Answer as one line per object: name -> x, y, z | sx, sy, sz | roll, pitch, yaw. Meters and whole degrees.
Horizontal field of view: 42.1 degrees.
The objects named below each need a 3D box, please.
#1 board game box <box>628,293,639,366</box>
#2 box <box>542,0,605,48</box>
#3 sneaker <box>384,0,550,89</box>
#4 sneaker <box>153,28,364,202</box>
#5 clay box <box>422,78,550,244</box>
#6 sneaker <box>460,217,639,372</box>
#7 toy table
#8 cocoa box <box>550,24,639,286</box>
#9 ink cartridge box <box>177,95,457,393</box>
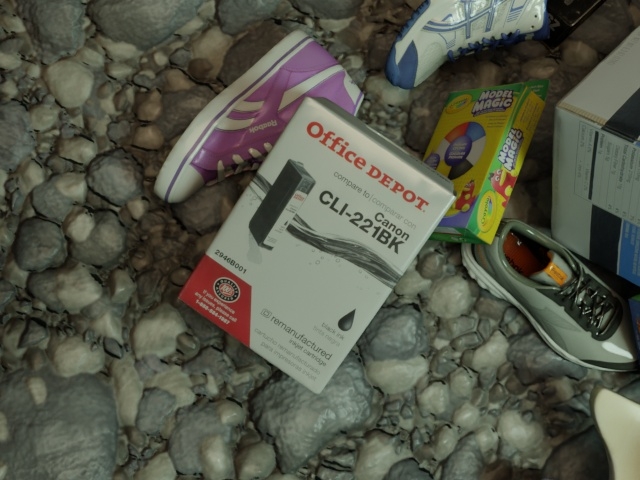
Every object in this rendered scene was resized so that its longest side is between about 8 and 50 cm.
board game box -> 0.465, 0.095, 0.997 | 0.201, 0.035, 0.136 | -23, 109, -19
box -> 0.341, -0.457, 1.124 | 0.322, 0.079, 0.257 | -43, 83, -11
sneaker -> 0.212, -0.277, 1.020 | 0.296, 0.112, 0.131 | -43, 86, 17
sneaker -> -0.062, -0.117, 1.016 | 0.161, 0.102, 0.282 | 44, 79, 2
clay box -> 0.187, -0.106, 1.015 | 0.053, 0.127, 0.222 | 30, 76, -32
sneaker -> 0.293, 0.068, 1.001 | 0.271, 0.108, 0.100 | 35, 77, -1
toy table -> 0.390, 0.286, 0.915 | 0.274, 0.252, 0.161 | 25, 95, -9
cocoa box -> 0.454, -0.124, 0.928 | 0.347, 0.231, 0.228 | -42, 53, -20
ink cartridge box -> 0.000, 0.000, 0.942 | 0.197, 0.114, 0.273 | 34, 100, 3
